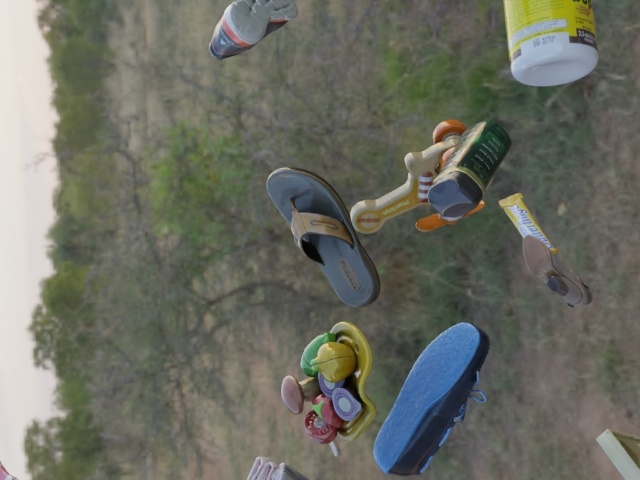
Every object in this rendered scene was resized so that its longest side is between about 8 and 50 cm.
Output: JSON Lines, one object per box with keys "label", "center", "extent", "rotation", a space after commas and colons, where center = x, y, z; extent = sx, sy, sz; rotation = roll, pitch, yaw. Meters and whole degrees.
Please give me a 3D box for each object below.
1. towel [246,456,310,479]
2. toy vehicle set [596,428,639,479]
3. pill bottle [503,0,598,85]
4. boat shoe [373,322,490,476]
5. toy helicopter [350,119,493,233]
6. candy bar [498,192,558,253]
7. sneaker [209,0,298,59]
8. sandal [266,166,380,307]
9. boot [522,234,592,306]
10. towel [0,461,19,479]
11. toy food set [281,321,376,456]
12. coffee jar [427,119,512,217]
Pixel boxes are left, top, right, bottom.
{"label": "towel", "center": [-0.036, 0.468, 1.120], "extent": [0.053, 0.332, 0.317], "rotation": [8, 65, 38]}
{"label": "toy vehicle set", "center": [0.685, 0.471, 1.817], "extent": [0.035, 0.267, 0.166], "rotation": [-52, 41, 21]}
{"label": "pill bottle", "center": [0.310, -0.330, 1.237], "extent": [0.117, 0.117, 0.215], "rotation": [134, 134, -73]}
{"label": "boat shoe", "center": [0.172, 0.233, 1.329], "extent": [0.258, 0.089, 0.109], "rotation": [-56, 32, 18]}
{"label": "toy helicopter", "center": [0.239, -0.104, 2.112], "extent": [0.235, 0.355, 0.140], "rotation": [53, -161, -36]}
{"label": "candy bar", "center": [0.340, -0.022, 1.474], "extent": [0.161, 0.040, 0.018], "rotation": [-110, -3, -49]}
{"label": "sneaker", "center": [-0.080, -0.243, 0.995], "extent": [0.065, 0.061, 0.158], "rotation": [-36, 8, 35]}
{"label": "sandal", "center": [0.000, 0.000, 1.192], "extent": [0.090, 0.060, 0.219], "rotation": [-25, 96, 34]}
{"label": "boot", "center": [0.349, 0.047, 1.322], "extent": [0.042, 0.087, 0.118], "rotation": [-44, 49, 30]}
{"label": "towel", "center": [-0.424, 0.280, 1.021], "extent": [0.197, 0.029, 0.144], "rotation": [30, 85, 39]}
{"label": "toy food set", "center": [0.000, 0.191, 1.122], "extent": [0.128, 0.071, 0.218], "rotation": [67, 152, 28]}
{"label": "coffee jar", "center": [0.262, -0.124, 1.589], "extent": [0.096, 0.079, 0.184], "rotation": [-28, 23, 51]}
